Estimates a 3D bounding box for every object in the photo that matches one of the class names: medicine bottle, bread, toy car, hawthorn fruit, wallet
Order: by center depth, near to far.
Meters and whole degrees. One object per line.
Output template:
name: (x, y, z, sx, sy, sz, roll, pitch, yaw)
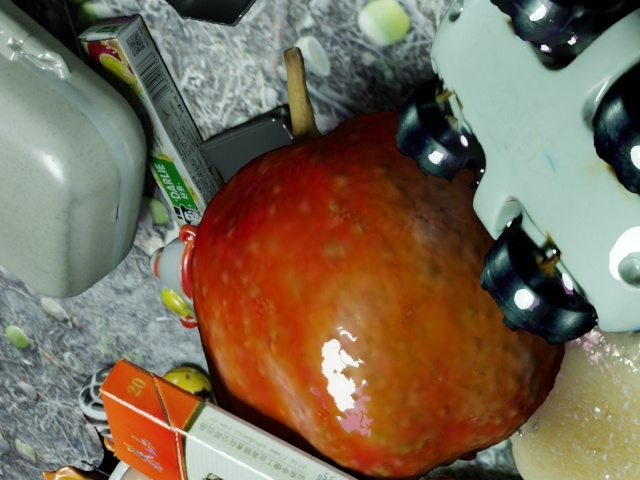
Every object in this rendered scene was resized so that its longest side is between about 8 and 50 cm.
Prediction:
toy car: (0.182, -0.071, 1.018, 0.255, 0.190, 0.188, 60, 137, 28)
hawthorn fruit: (0.029, 0.015, 1.220, 0.287, 0.287, 0.330, -14, 97, 49)
bread: (0.246, 0.158, 1.326, 0.182, 0.039, 0.251, 29, 142, 19)
wallet: (0.000, 0.000, 1.407, 0.124, 0.025, 0.244, -17, 115, 50)
medicine bottle: (-0.318, -0.123, 1.469, 0.375, 0.123, 0.282, 39, 151, 13)

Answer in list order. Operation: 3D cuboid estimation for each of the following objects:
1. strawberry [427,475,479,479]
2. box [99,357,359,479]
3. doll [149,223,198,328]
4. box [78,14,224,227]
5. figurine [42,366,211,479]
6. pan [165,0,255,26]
strawberry: (0.152, 0.343, 1.450, 0.288, 0.250, 0.238, 12, 134, -2)
box: (-0.043, 0.176, 1.184, 0.245, 0.035, 0.139, 26, 154, 12)
doll: (-0.083, 0.060, 1.482, 0.142, 0.076, 0.245, 16, 154, 24)
box: (-0.137, -0.097, 1.422, 0.050, 0.041, 0.207, -1, 126, 40)
figurine: (-0.136, 0.291, 1.688, 0.323, 0.196, 0.320, 22, 101, 42)
pan: (-0.072, -0.242, 1.205, 0.128, 0.048, 0.202, 44, 146, -4)
